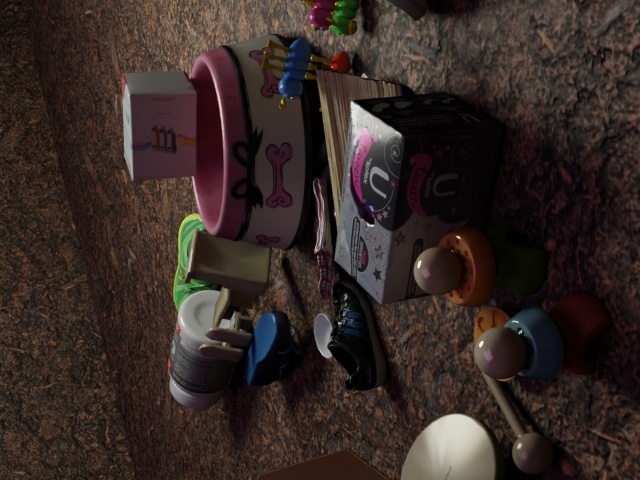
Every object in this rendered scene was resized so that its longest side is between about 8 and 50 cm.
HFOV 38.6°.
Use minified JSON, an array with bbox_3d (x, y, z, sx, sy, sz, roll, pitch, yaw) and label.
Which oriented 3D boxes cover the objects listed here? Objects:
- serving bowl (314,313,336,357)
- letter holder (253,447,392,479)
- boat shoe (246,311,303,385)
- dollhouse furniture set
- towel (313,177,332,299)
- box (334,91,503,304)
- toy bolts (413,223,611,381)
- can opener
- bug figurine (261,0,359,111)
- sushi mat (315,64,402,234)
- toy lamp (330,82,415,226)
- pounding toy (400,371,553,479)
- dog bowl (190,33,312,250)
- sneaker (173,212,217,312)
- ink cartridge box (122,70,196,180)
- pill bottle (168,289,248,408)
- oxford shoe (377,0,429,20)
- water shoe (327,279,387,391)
[{"bbox_3d":[0.018,0.174,1.687,0.083,0.027,0.083,28,122,58],"label":"serving bowl"},{"bbox_3d":[0.031,0.498,1.551,0.302,0.214,0.152,18,113,61],"label":"letter holder"},{"bbox_3d":[-0.091,0.214,1.862,0.258,0.089,0.109,119,149,-59],"label":"boat shoe"},{"bbox_3d":[-0.212,0.098,1.898,0.242,0.161,0.212,119,159,-51],"label":"dollhouse furniture set"},{"bbox_3d":[0.000,0.000,1.577,0.197,0.029,0.144,91,175,-63],"label":"towel"},{"bbox_3d":[0.127,-0.058,1.241,0.142,0.163,0.247,42,135,50],"label":"box"},{"bbox_3d":[0.213,0.112,1.125,0.228,0.158,0.218,43,135,52],"label":"toy bolts"},{"bbox_3d":[0.030,-0.169,1.496,0.280,0.093,0.074,118,141,-58],"label":"can opener"},{"bbox_3d":[0.005,-0.303,1.403,0.072,0.279,0.216,17,102,17],"label":"bug figurine"},{"bbox_3d":[0.070,-0.103,1.364,0.151,0.019,0.317,17,131,33],"label":"sushi mat"},{"bbox_3d":[0.084,-0.125,1.411,0.080,0.080,0.275,64,151,31],"label":"toy lamp"},{"bbox_3d":[0.226,0.323,1.264,0.237,0.110,0.183,-52,33,18],"label":"pounding toy"},{"bbox_3d":[-0.146,-0.179,1.708,0.408,0.150,0.408,176,90,-72],"label":"dog bowl"},{"bbox_3d":[-0.291,0.086,2.193,0.123,0.109,0.296,-151,57,-63],"label":"sneaker"},{"bbox_3d":[-0.309,-0.220,1.751,0.128,0.127,0.176,-122,32,-55],"label":"ink cartridge box"},{"bbox_3d":[-0.273,0.264,2.151,0.161,0.161,0.283,61,147,35],"label":"pill bottle"},{"bbox_3d":[0.033,-0.478,1.339,0.130,0.169,0.449,-44,52,16],"label":"oxford shoe"},{"bbox_3d":[0.049,0.158,1.561,0.203,0.080,0.073,68,151,25],"label":"water shoe"}]
